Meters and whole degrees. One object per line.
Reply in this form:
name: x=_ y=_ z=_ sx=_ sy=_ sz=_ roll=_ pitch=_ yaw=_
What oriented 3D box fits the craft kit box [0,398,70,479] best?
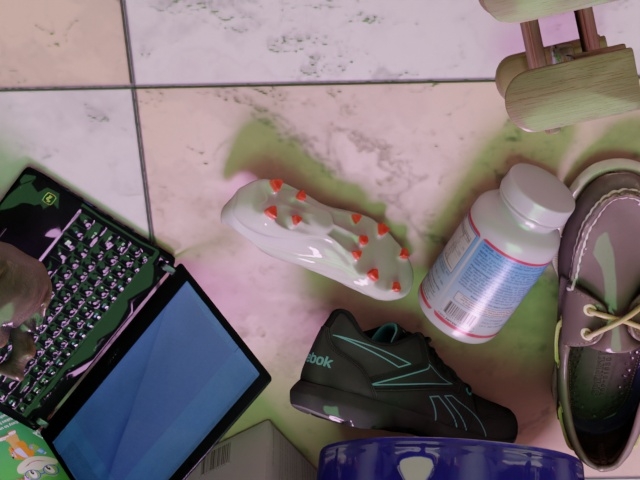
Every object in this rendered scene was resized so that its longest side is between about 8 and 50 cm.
craft kit box: x=-0.354 y=0.269 z=1.478 sx=0.250 sy=0.061 sz=0.247 roll=-25 pitch=126 yaw=18

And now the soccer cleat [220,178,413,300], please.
soccer cleat: x=0.000 y=0.000 z=1.270 sx=0.196 sy=0.068 sz=0.076 roll=29 pitch=152 yaw=-28

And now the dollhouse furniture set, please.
dollhouse furniture set: x=0.125 y=-0.196 z=1.028 sx=0.161 sy=0.212 sz=0.242 roll=-12 pitch=100 yaw=7

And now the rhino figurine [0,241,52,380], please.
rhino figurine: x=-0.348 y=0.024 z=1.235 sx=0.243 sy=0.073 sz=0.106 roll=27 pitch=85 yaw=6

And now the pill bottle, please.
pill bottle: x=0.160 y=0.011 z=1.256 sx=0.087 sy=0.087 sz=0.160 roll=21 pitch=125 yaw=-15

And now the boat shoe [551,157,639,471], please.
boat shoe: x=0.271 y=0.076 z=1.299 sx=0.116 sy=0.097 sz=0.324 roll=-1 pitch=128 yaw=0

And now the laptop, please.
laptop: x=-0.225 y=0.111 z=1.274 sx=0.264 sy=0.136 sz=0.234 roll=34 pitch=106 yaw=-23

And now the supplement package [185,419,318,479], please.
supplement package: x=-0.041 y=0.333 z=1.474 sx=0.139 sy=0.134 sz=0.244 roll=-27 pitch=122 yaw=20

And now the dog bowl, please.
dog bowl: x=0.125 y=0.263 z=1.357 sx=0.265 sy=0.104 sz=0.265 roll=3 pitch=164 yaw=1

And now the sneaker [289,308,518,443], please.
sneaker: x=0.097 y=0.141 z=1.345 sx=0.267 sy=0.106 sz=0.101 roll=18 pitch=172 yaw=-36
